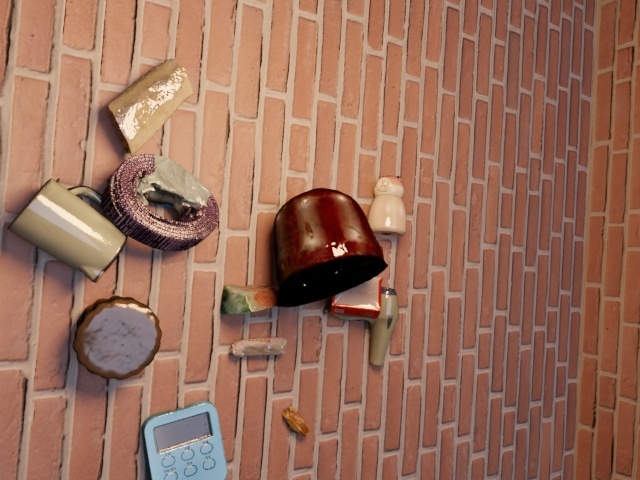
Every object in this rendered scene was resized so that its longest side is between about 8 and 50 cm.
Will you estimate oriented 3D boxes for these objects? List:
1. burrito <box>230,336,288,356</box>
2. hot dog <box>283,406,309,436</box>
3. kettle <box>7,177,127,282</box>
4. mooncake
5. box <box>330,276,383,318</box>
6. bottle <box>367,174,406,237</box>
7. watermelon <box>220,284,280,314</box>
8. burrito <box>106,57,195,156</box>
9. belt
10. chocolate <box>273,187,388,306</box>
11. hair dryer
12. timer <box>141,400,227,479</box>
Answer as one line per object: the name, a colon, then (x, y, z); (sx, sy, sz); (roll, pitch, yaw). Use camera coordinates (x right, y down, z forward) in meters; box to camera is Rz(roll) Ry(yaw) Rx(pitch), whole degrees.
burrito: (-0.204, 0.358, 1.651); (0.203, 0.064, 0.064); (4, 89, -34)
hot dog: (-0.089, 0.641, 1.740); (0.056, 0.041, 0.133); (-44, 107, -32)
kettle: (-0.648, -0.044, 1.323); (0.255, 0.165, 0.240); (39, 43, -27)
mooncake: (-0.570, 0.268, 1.389); (0.228, 0.124, 0.228); (-1, 92, -26)
box: (0.129, 0.202, 1.776); (0.182, 0.099, 0.133); (5, 63, -1)
bottle: (0.258, -0.137, 1.884); (0.147, 0.147, 0.237); (12, 77, -31)
watermelon: (-0.192, 0.190, 1.626); (0.241, 0.154, 0.095); (-2, 91, -46)
burrito: (-0.499, -0.395, 1.428); (0.143, 0.105, 0.299); (44, 68, -19)
belt: (-0.447, -0.106, 1.417); (0.324, 0.122, 0.260); (25, 51, -31)
chocolate: (0.000, 0.000, 1.596); (0.383, 0.383, 0.332); (-12, 74, -31)
hair dryer: (0.173, 0.346, 1.878); (0.298, 0.119, 0.296); (-15, 103, -14)
timer: (-0.413, 0.640, 1.510); (0.231, 0.091, 0.250); (-8, 91, -31)
